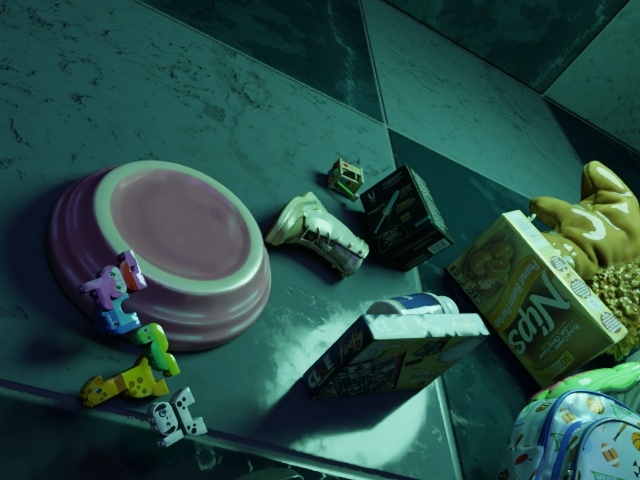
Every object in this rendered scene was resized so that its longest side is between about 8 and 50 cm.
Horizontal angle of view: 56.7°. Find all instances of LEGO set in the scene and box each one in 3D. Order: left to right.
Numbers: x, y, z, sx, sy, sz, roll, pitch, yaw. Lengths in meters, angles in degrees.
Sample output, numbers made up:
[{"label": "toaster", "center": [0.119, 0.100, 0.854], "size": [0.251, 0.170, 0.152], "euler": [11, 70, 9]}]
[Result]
[{"label": "LEGO set", "center": [-0.229, 0.138, 0.678], "size": [0.093, 0.087, 0.227], "euler": [-23, 91, -42]}]

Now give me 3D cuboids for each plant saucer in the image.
[{"label": "plant saucer", "center": [-0.212, -0.001, 0.860], "size": [0.332, 0.084, 0.332], "euler": [23, 38, -19]}]

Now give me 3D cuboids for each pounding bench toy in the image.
[{"label": "pounding bench toy", "center": [0.050, -0.122, 1.244], "size": [0.065, 0.052, 0.083], "euler": [22, 39, -21]}]

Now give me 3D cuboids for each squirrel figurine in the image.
[{"label": "squirrel figurine", "center": [0.602, 0.065, 1.343], "size": [0.370, 0.281, 0.397], "euler": [-22, 64, -44]}]

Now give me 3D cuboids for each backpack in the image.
[{"label": "backpack", "center": [0.385, 0.351, 0.852], "size": [0.277, 0.213, 0.263], "euler": [32, 51, -10]}]

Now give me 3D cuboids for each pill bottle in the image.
[{"label": "pill bottle", "center": [0.162, 0.139, 1.020], "size": [0.169, 0.094, 0.094], "euler": [-4, 53, -44]}]

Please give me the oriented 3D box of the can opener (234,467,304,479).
[{"label": "can opener", "center": [-0.131, 0.302, 0.621], "size": [0.280, 0.093, 0.074], "euler": [6, 91, -36]}]

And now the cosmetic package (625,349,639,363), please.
[{"label": "cosmetic package", "center": [0.771, 0.354, 1.321], "size": [0.117, 0.085, 0.231], "euler": [31, 35, -9]}]

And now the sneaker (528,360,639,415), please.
[{"label": "sneaker", "center": [0.606, 0.334, 1.121], "size": [0.483, 0.185, 0.202], "euler": [-7, 65, -23]}]

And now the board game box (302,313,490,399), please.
[{"label": "board game box", "center": [0.115, 0.171, 0.885], "size": [0.243, 0.165, 0.042], "euler": [6, 47, -38]}]

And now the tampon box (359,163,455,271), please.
[{"label": "tampon box", "center": [0.170, -0.044, 1.184], "size": [0.101, 0.120, 0.161], "euler": [35, 30, -44]}]

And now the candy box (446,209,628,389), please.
[{"label": "candy box", "center": [0.424, 0.116, 1.195], "size": [0.088, 0.183, 0.316], "euler": [-11, 58, -46]}]

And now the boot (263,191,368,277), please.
[{"label": "boot", "center": [0.000, 0.000, 1.033], "size": [0.165, 0.077, 0.213], "euler": [42, 22, 2]}]
